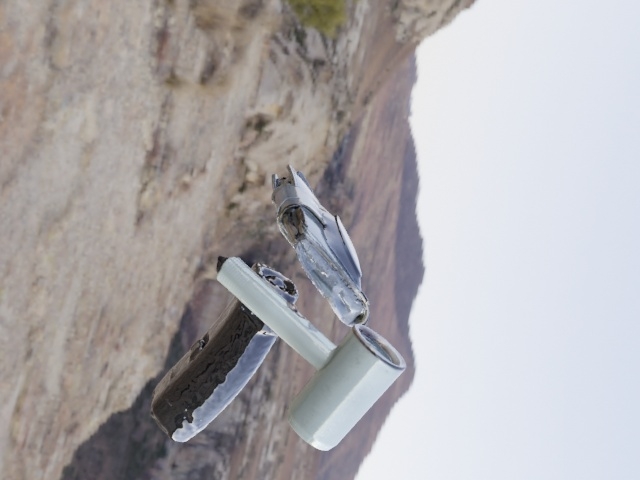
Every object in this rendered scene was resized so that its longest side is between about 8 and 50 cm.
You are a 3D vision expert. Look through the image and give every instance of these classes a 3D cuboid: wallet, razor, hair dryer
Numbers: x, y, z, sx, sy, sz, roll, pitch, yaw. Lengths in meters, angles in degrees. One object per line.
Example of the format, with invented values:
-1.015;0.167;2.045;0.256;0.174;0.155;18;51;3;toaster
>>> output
0.000;0.000;1.152;0.170;0.069;0.231;57;4;-25;wallet
-0.166;0.195;1.554;0.327;0.107;0.189;-51;-167;7;razor
-0.036;0.106;0.978;0.131;0.236;0.073;-50;172;11;hair dryer
